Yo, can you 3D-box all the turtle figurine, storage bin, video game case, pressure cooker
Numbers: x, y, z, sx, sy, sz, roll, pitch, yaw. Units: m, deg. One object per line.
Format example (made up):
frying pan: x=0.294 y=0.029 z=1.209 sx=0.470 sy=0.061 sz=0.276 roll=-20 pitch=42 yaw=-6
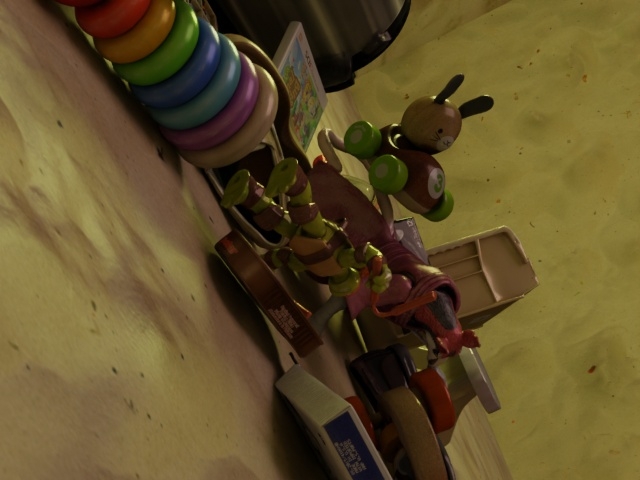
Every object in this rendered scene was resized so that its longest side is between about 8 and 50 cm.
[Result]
turtle figurine: x=0.000 y=0.000 z=1.190 sx=0.217 sy=0.269 sz=0.087 roll=51 pitch=59 yaw=-33
storage bin: x=0.199 y=0.093 z=1.729 sx=0.262 sy=0.260 sz=0.123 roll=113 pitch=-41 yaw=-73
video game case: x=-0.050 y=-0.226 z=1.730 sx=0.193 sy=0.023 sz=0.212 roll=67 pitch=37 yaw=-50
pressure cooker: x=-0.023 y=-0.494 z=1.879 sx=0.375 sy=0.370 sz=0.420 roll=30 pitch=-12 yaw=29

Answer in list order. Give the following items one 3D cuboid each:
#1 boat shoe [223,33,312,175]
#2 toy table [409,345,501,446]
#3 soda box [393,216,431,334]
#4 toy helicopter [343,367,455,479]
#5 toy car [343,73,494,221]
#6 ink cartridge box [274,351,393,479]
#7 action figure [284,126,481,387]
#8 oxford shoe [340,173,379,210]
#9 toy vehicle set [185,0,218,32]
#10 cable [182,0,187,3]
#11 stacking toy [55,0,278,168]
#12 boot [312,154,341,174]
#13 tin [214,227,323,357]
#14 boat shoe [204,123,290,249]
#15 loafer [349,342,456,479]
boat shoe: x=-0.102 y=-0.185 z=1.473 sx=0.341 sy=0.121 sz=0.110 roll=69 pitch=-1 yaw=-57
toy table: x=0.248 y=0.277 z=2.052 sx=0.252 sy=0.161 sz=0.274 roll=65 pitch=8 yaw=3
soda box: x=0.134 y=0.053 z=1.557 sx=0.053 sy=0.060 sz=0.169 roll=-13 pitch=78 yaw=-35
toy helicopter: x=0.143 y=0.353 z=1.291 sx=0.235 sy=0.140 sz=0.355 roll=-139 pitch=-147 yaw=-66
toy car: x=0.158 y=-0.144 z=1.441 sx=0.155 sy=0.188 sz=0.149 roll=26 pitch=25 yaw=-49
ink cartridge box: x=0.028 y=0.250 z=1.144 sx=0.223 sy=0.045 sz=0.224 roll=62 pitch=-12 yaw=-15
action figure: x=0.106 y=0.048 z=1.434 sx=0.248 sy=0.276 sz=0.370 roll=22 pitch=8 yaw=-43
oxford shoe: x=0.019 y=-0.067 z=1.778 sx=0.146 sy=0.140 sz=0.397 roll=41 pitch=6 yaw=-15
toy vehicle set: x=-0.207 y=-0.348 z=1.547 sx=0.166 sy=0.035 sz=0.267 roll=58 pitch=11 yaw=-34
cable: x=-0.197 y=-0.334 z=1.306 sx=0.139 sy=0.072 sz=0.287 roll=31 pitch=25 yaw=-1
stacking toy: x=-0.181 y=-0.212 z=1.084 sx=0.330 sy=0.141 sz=0.141 roll=43 pitch=22 yaw=-50
boot: x=0.028 y=-0.092 z=2.047 sx=0.244 sy=0.088 sz=0.176 roll=27 pitch=37 yaw=-89
tin: x=-0.059 y=0.063 z=1.181 sx=0.190 sy=0.040 sz=0.106 roll=56 pitch=-4 yaw=-39
boat shoe: x=-0.103 y=-0.128 z=1.299 sx=0.302 sy=0.113 sz=0.103 roll=63 pitch=4 yaw=-17
loafer: x=0.125 y=0.308 z=1.569 sx=0.109 sy=0.095 sz=0.302 roll=119 pitch=-43 yaw=-61
